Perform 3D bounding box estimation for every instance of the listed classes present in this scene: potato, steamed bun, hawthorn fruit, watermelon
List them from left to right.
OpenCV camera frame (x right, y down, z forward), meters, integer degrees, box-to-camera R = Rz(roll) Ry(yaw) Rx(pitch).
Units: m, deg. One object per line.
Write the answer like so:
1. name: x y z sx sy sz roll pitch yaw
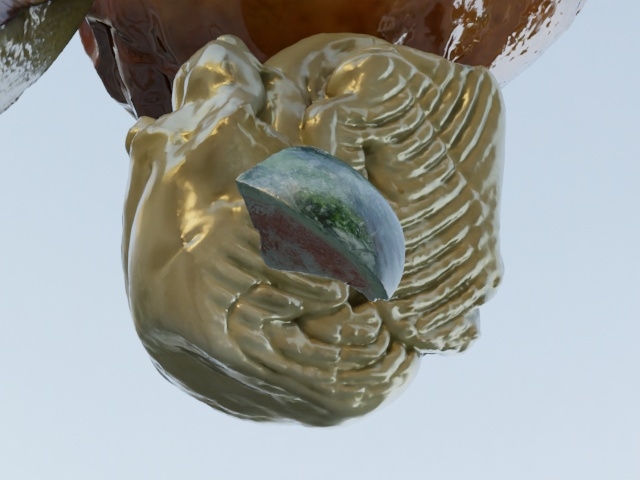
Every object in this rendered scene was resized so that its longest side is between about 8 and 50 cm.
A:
1. potato: -0.262 -0.158 1.164 0.138 0.243 0.098 28 -59 7
2. steamed bun: -0.019 -0.013 1.138 0.276 0.289 0.203 31 -26 -33
3. watermelon: 0.000 0.000 0.742 0.085 0.085 0.061 44 -58 -4
4. hawthorn fruit: 0.004 -0.254 1.378 0.471 0.472 0.472 21 -45 22
